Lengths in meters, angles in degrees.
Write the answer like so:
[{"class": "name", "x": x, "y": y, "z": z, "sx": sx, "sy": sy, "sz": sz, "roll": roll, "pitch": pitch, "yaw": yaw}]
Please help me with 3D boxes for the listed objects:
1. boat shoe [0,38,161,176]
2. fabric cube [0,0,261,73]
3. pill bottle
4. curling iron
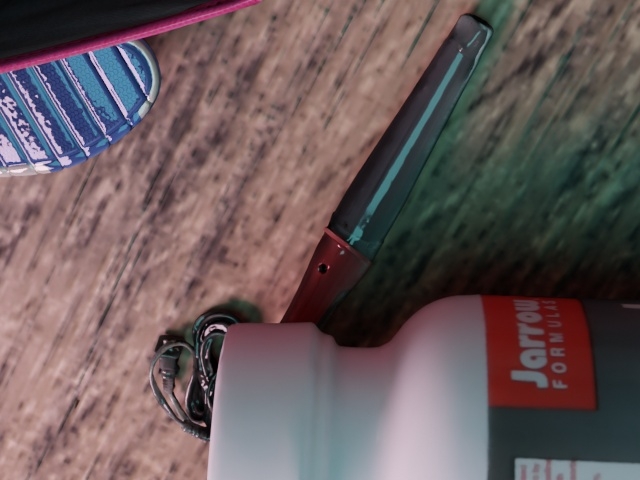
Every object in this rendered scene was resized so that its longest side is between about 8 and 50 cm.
[{"class": "boat shoe", "x": -0.155, "y": -0.065, "z": 0.804, "sx": 0.183, "sy": 0.066, "sz": 0.066, "roll": -17, "pitch": 108, "yaw": 19}, {"class": "fabric cube", "x": -0.157, "y": -0.210, "z": 0.639, "sx": 0.259, "sy": 0.258, "sz": 0.254, "roll": -14, "pitch": 112, "yaw": 11}, {"class": "pill bottle", "x": 0.134, "y": 0.131, "z": 0.772, "sx": 0.363, "sy": 0.210, "sz": 0.210, "roll": 2, "pitch": 114, "yaw": 2}, {"class": "curling iron", "x": 0.000, "y": 0.000, "z": 0.833, "sx": 0.068, "sy": 0.035, "sz": 0.274, "roll": 34, "pitch": 113, "yaw": -9}]
